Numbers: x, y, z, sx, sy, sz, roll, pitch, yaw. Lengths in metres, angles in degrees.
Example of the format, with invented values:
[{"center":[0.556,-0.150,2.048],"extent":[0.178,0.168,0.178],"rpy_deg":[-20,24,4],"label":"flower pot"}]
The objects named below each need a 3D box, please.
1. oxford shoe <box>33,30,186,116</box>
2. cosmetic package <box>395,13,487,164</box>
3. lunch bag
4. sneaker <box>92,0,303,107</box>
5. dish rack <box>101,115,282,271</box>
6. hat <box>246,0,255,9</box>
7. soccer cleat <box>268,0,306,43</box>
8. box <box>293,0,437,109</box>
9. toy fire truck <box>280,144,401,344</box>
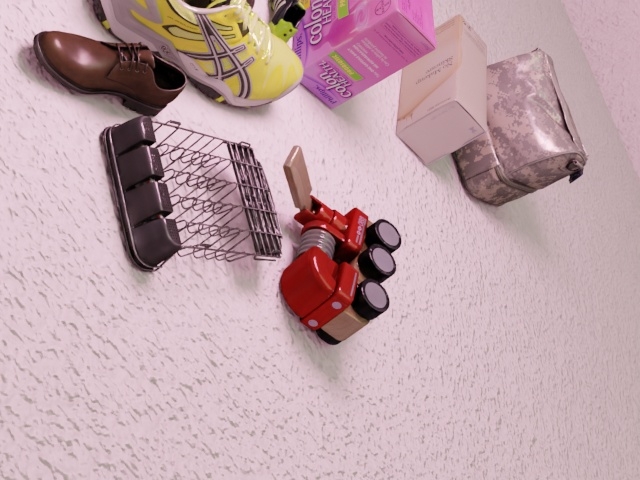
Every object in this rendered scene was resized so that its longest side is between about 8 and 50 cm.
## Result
[{"center":[-0.273,-0.239,1.245],"extent":[0.227,0.096,0.083],"rpy_deg":[10,61,-50],"label":"oxford shoe"},{"center":[0.262,-0.326,2.003],"extent":[0.113,0.160,0.309],"rpy_deg":[42,37,-28],"label":"cosmetic package"},{"center":[0.440,-0.252,2.108],"extent":[0.212,0.256,0.305],"rpy_deg":[14,57,-50],"label":"lunch bag"},{"center":[-0.150,-0.314,1.412],"extent":[0.384,0.147,0.145],"rpy_deg":[17,60,-47],"label":"sneaker"},{"center":[-0.163,-0.059,1.298],"extent":[0.271,0.074,0.208],"rpy_deg":[8,63,-55],"label":"dish rack"},{"center":[-0.181,-0.507,1.531],"extent":[0.331,0.134,0.331],"rpy_deg":[34,42,-39],"label":"hat"},{"center":[-0.057,-0.419,1.696],"extent":[0.060,0.072,0.179],"rpy_deg":[39,40,-33],"label":"soccer cleat"},{"center":[0.076,-0.398,1.710],"extent":[0.117,0.243,0.213],"rpy_deg":[34,43,-37],"label":"box"},{"center":[0.000,0.000,1.429],"extent":[0.246,0.158,0.217],"rpy_deg":[36,40,-18],"label":"toy fire truck"}]
